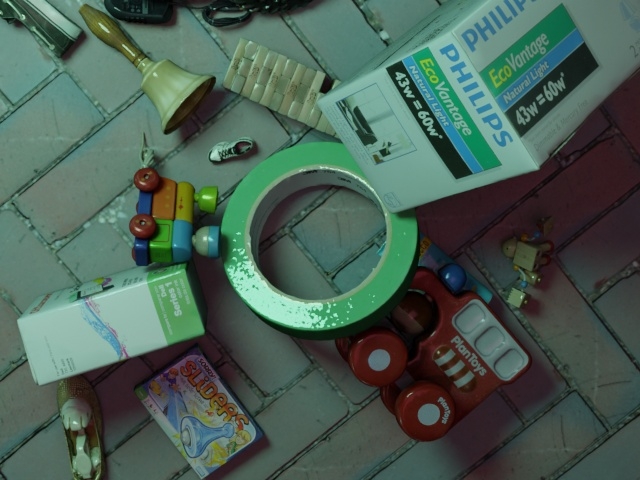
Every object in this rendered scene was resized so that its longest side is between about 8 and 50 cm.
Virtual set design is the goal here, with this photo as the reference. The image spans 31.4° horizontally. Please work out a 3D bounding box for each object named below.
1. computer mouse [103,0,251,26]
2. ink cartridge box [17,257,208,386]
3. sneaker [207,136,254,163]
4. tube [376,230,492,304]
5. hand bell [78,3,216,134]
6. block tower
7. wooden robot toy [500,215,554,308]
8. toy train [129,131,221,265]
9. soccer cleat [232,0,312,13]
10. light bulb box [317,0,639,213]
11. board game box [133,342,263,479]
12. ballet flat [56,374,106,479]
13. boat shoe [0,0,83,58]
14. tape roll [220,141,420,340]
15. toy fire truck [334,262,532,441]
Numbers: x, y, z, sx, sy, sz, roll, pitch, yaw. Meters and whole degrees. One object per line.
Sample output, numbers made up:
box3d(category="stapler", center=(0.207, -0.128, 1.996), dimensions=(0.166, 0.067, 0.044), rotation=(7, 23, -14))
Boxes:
box3d(category="computer mouse", center=(-0.233, -0.382, 1.869), dimensions=(0.242, 0.041, 0.071), rotation=(4, 70, -10))
box3d(category="ink cartridge box", center=(-0.333, 0.122, 1.858), dimensions=(0.278, 0.201, 0.117), rotation=(-17, 99, -2))
box3d(category="sneaker", center=(-0.152, -0.153, 1.911), dimensions=(0.083, 0.037, 0.031), rotation=(-23, 102, 1))
box3d(category="tube", center=(0.202, 0.051, 1.974), dimensions=(0.207, 0.052, 0.080), rotation=(36, 84, -4))
box3d(category="hand bell", center=(-0.301, -0.298, 1.855), dimensions=(0.242, 0.126, 0.126), rotation=(41, 94, 2))
box3d(category="block tower", center=(0.006, -0.229, 1.883), dimensions=(0.336, 0.097, 0.091), rotation=(22, 96, -7))
box3d(category="wooden robot toy", center=(0.351, 0.027, 1.980), dimensions=(0.079, 0.076, 0.173), rotation=(25, 113, 35))
box3d(category="toy train", center=(-0.229, -0.076, 1.847), dimensions=(0.144, 0.105, 0.248), rotation=(3, 59, -5))
box3d(category="soccer cleat", center=(-0.156, -0.444, 1.832), dimensions=(0.318, 0.108, 0.116), rotation=(2, 61, -13))
box3d(category="light bulb box", center=(0.253, -0.251, 1.703), dimensions=(0.358, 0.361, 0.225), rotation=(-41, 103, -29))
box3d(category="board game box", center=(-0.211, 0.297, 1.983), dimensions=(0.136, 0.035, 0.201), rotation=(-36, 101, 2))
box3d(category="ballet flat", center=(-0.409, 0.331, 1.955), dimensions=(0.073, 0.067, 0.206), rotation=(-13, 100, -2))
box3d(category="boat shoe", center=(-0.489, -0.381, 1.823), dimensions=(0.219, 0.078, 0.070), rotation=(39, 93, -11))
box3d(category="tape roll", center=(0.000, 0.000, 1.854), dimensions=(0.321, 0.077, 0.321), rotation=(-2, 72, 7))
box3d(category="toy fire truck", center=(0.180, 0.173, 1.931), dimensions=(0.254, 0.169, 0.302), rotation=(-41, 101, -2))
